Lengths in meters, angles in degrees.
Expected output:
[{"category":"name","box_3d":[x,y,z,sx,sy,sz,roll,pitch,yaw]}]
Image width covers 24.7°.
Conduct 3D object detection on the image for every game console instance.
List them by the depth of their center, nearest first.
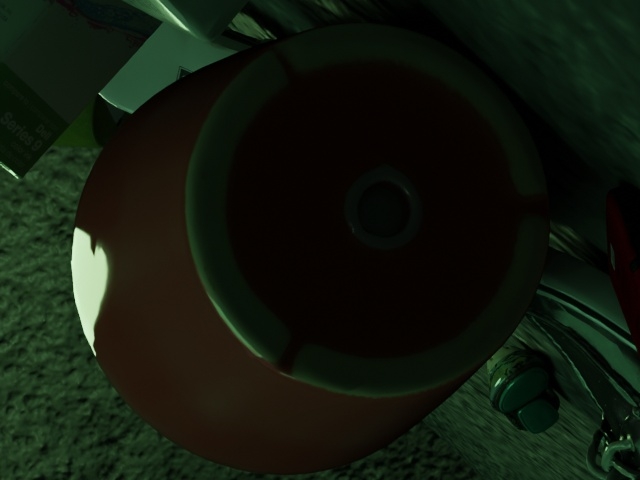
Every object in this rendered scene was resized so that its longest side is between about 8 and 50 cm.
[{"category":"game console","box_3d":[0.211,0.036,0.779,0.144,0.085,0.124,59,-167,-68]}]

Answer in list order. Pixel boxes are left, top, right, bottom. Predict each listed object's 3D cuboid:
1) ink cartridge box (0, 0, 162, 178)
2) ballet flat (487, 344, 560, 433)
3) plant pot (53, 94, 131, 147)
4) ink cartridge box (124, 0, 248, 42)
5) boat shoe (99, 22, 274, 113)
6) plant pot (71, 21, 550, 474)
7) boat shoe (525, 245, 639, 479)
[{"category":"ink cartridge box","box_3d":[-0.184,-0.171,0.935,0.154,0.212,0.093,37,176,34]},{"category":"ballet flat","box_3d":[0.190,0.138,1.430,0.070,0.070,0.188,40,170,26]},{"category":"plant pot","box_3d":[-0.311,-0.209,1.434,0.293,0.275,0.275,26,170,14]},{"category":"ink cartridge box","box_3d":[-0.134,-0.220,0.686,0.197,0.114,0.273,43,175,-34]},{"category":"boat shoe","box_3d":[-0.037,-0.095,1.098,0.301,0.108,0.102,26,-160,25]},{"category":"plant pot","box_3d":[0.000,0.000,0.849,0.275,0.275,0.243,43,164,-5]},{"category":"boat shoe","box_3d":[0.225,0.132,0.919,0.306,0.105,0.113,42,174,-1]}]
